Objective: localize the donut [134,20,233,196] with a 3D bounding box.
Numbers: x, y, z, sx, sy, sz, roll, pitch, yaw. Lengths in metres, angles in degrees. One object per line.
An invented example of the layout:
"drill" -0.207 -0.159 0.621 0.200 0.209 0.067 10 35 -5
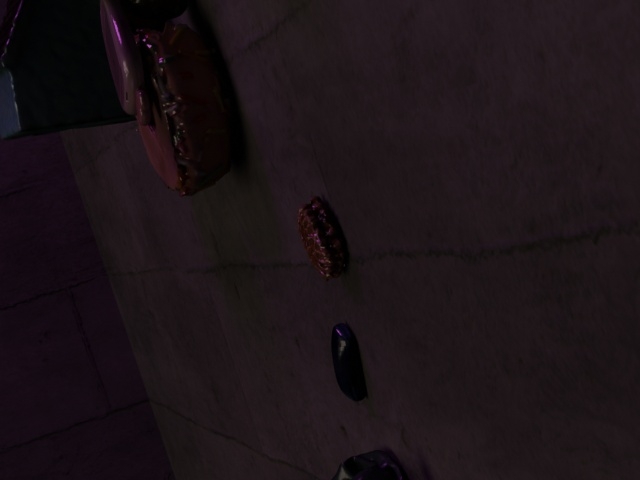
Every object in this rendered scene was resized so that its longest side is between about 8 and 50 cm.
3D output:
"donut" -0.156 -0.148 2.017 0.233 0.085 0.199 -160 53 -74

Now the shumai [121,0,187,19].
"shumai" -0.180 -0.289 1.956 0.083 0.082 0.080 43 157 19

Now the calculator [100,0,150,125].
"calculator" -0.214 -0.196 1.958 0.103 0.024 0.166 98 156 -54

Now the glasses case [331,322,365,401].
"glasses case" 0.025 0.123 1.784 0.033 0.023 0.083 -125 20 -56

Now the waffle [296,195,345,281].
"waffle" 0.000 0.000 1.705 0.083 0.029 0.075 101 149 -70

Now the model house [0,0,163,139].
"model house" -0.304 -0.263 2.232 0.280 0.230 0.248 -177 78 -73

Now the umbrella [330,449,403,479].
"umbrella" 0.040 0.287 1.797 0.349 0.094 0.143 110 146 -67
